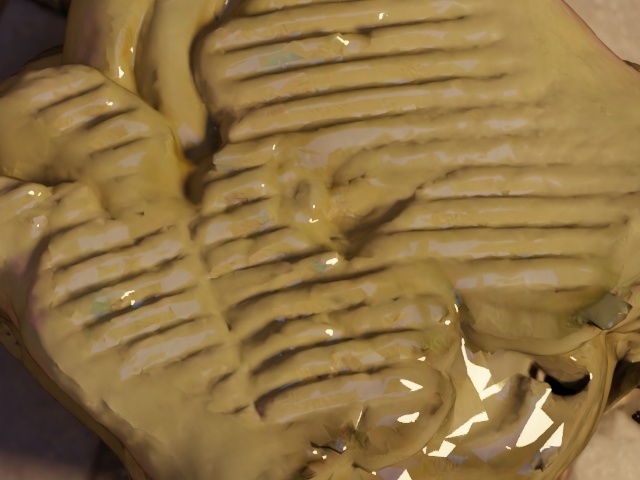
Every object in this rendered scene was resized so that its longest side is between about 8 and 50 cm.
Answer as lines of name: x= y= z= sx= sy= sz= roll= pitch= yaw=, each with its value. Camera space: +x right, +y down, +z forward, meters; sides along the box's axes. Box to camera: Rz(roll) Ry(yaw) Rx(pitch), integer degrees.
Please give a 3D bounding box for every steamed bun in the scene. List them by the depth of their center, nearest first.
steamed bun: x=0.000 y=0.000 z=0.726 sx=0.280 sy=0.207 sz=0.268 roll=42 pitch=73 yaw=14
